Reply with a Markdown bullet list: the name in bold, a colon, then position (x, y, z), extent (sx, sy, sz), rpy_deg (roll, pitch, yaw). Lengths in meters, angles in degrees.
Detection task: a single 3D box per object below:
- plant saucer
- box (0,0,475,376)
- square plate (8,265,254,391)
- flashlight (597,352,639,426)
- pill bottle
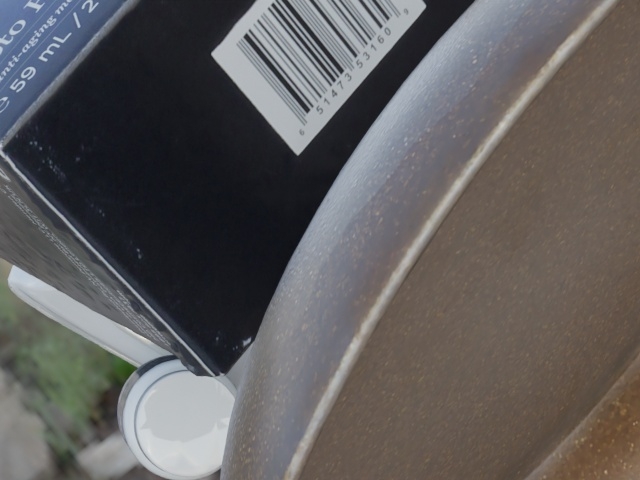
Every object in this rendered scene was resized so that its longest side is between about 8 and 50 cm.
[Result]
- **plant saucer**: position (0.076, 0.010, 0.538), extent (0.050, 0.310, 0.310), rpy_deg (38, 69, 26)
- **box**: position (-0.085, -0.125, 1.006), extent (0.296, 0.183, 0.294), rpy_deg (-50, 34, -14)
- **square plate**: position (0.000, 0.000, 1.279), extent (0.347, 0.344, 0.049), rpy_deg (-57, 3, 25)
- **flashlight**: position (0.198, 0.066, 0.797), extent (0.103, 0.304, 0.103), rpy_deg (30, 89, 49)
- **pill bottle**: position (-0.090, 0.114, 1.229), extent (0.078, 0.078, 0.137), rpy_deg (-37, 3, -8)
